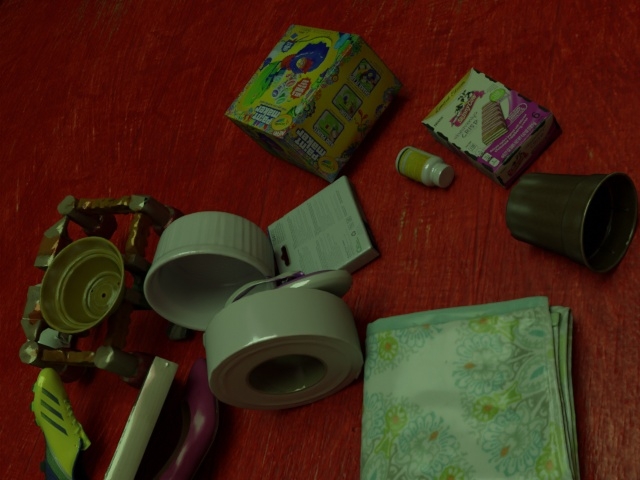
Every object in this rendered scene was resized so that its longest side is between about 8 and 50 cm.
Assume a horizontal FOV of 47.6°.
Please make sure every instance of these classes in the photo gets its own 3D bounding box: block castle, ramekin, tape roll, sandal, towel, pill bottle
[{"bbox_3d":[-0.512,0.120,1.759,0.303,0.213,0.453,-2,68,22],"label":"block castle"},{"bbox_3d":[-0.227,0.064,1.544,0.277,0.277,0.135,-23,45,23],"label":"ramekin"},{"bbox_3d":[-0.067,0.205,1.328,0.286,0.286,0.100,-28,50,19],"label":"tape roll"},{"bbox_3d":[-0.113,0.120,1.425,0.416,0.169,0.102,-31,68,40],"label":"sandal"},{"bbox_3d":[0.236,0.267,1.204,0.374,0.090,0.320,-12,56,30],"label":"towel"},{"bbox_3d":[0.216,-0.148,1.491,0.116,0.065,0.065,30,83,44],"label":"pill bottle"}]

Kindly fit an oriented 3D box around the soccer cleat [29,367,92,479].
[{"bbox_3d":[-0.571,0.424,1.627,0.121,0.093,0.289,-7,92,10],"label":"soccer cleat"}]

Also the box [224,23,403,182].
[{"bbox_3d":[-0.021,-0.321,1.667,0.279,0.177,0.290,-55,38,-4],"label":"box"}]

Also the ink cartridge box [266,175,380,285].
[{"bbox_3d":[0.000,0.000,1.568,0.224,0.045,0.223,-32,48,17],"label":"ink cartridge box"}]

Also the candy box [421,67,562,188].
[{"bbox_3d":[0.336,-0.228,1.449,0.159,0.071,0.233,-47,46,3],"label":"candy box"}]

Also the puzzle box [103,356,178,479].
[{"bbox_3d":[-0.395,0.445,1.463,0.272,0.052,0.409,138,153,-68],"label":"puzzle box"}]

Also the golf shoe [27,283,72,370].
[{"bbox_3d":[-0.683,0.209,1.889,0.140,0.115,0.306,-31,50,12],"label":"golf shoe"}]

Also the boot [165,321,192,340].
[{"bbox_3d":[-0.317,0.179,1.692,0.087,0.042,0.118,7,60,47],"label":"boot"}]

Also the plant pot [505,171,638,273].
[{"bbox_3d":[0.417,-0.043,1.227,0.165,0.167,0.167,17,74,50],"label":"plant pot"}]

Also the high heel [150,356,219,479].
[{"bbox_3d":[-0.299,0.406,1.427,0.127,0.181,0.377,121,151,-53],"label":"high heel"}]

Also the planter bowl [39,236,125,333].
[{"bbox_3d":[-0.495,0.108,1.581,0.217,0.090,0.217,-9,65,20],"label":"planter bowl"}]
